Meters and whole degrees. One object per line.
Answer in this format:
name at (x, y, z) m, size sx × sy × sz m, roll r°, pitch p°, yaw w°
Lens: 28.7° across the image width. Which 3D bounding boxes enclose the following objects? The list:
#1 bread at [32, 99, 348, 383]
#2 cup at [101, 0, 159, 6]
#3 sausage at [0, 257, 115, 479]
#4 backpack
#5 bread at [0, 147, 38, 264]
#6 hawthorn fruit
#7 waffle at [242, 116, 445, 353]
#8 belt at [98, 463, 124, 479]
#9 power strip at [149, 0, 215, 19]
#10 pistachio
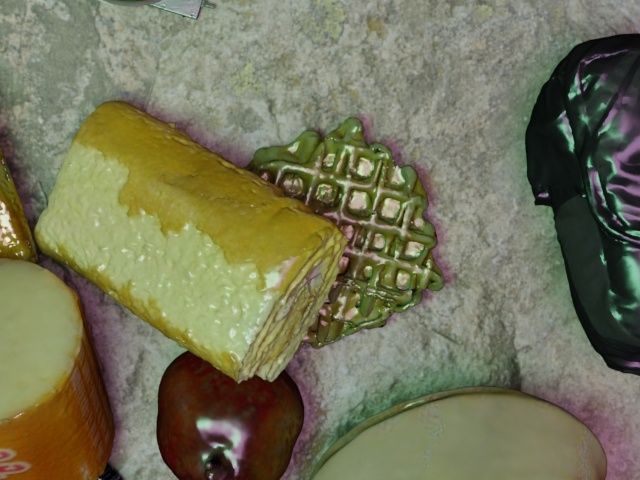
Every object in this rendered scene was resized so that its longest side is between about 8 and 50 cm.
bread at (-0.169, -0.007, 1.595) m, size 0.375 × 0.165 × 0.236 m, roll 30°, pitch 98°, yaw 23°
cup at (-0.238, -0.409, 1.528) m, size 0.253 × 0.274 × 0.253 m, roll 0°, pitch 89°, yaw -7°
sausage at (-0.389, 0.189, 1.570) m, size 0.233 × 0.287 × 0.233 m, roll 0°, pitch 54°, yaw 0°
backpack at (0.453, -0.040, 1.638) m, size 0.363 × 0.255 × 0.445 m, roll -2°, pitch 84°, yaw -4°
bread at (-0.471, -0.074, 1.629) m, size 0.132 × 0.167 × 0.294 m, roll -19°, pitch 97°, yaw -24°
hawthorn fruit at (-0.128, 0.247, 1.640) m, size 0.208 × 0.248 × 0.208 m, roll 2°, pitch 112°, yaw 6°
waffle at (0.000, 0.000, 1.703) m, size 0.317 × 0.073 × 0.297 m, roll -26°, pitch 96°, yaw 5°
belt at (-0.399, 0.435, 1.724) m, size 0.260 × 0.122 × 0.325 m, roll 43°, pitch 91°, yaw 0°
power strip at (-0.208, -0.332, 1.677) m, size 0.136 × 0.019 × 0.050 m, roll 15°, pitch 94°, yaw -5°
pistachio at (0.177, 0.372, 1.679) m, size 0.446 × 0.281 × 0.365 m, roll -29°, pitch 107°, yaw 15°
